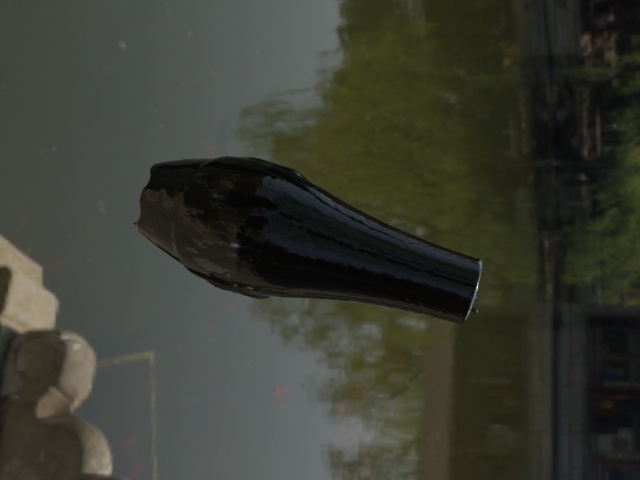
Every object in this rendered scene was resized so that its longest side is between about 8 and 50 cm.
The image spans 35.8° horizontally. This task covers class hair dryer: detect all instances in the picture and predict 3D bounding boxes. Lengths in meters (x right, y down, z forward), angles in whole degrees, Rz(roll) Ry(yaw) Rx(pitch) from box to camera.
[{"bbox_3d":[0.000,0.000,0.750,0.272,0.236,0.091,-25,131,-86],"label":"hair dryer"}]
